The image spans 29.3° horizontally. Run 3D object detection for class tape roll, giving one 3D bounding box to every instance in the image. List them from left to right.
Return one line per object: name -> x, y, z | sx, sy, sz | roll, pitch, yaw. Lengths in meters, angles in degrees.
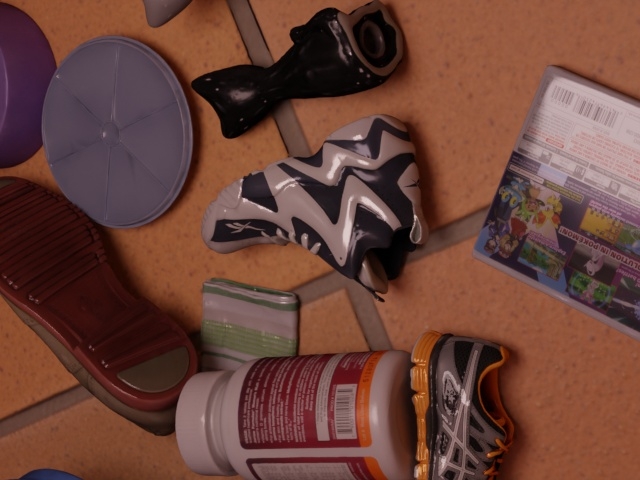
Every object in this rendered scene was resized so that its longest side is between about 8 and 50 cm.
tape roll -> -0.385, -0.170, 1.351 | 0.189, 0.080, 0.188 | 4, 98, 31

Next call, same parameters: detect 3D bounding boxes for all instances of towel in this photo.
towel -> -0.076, 0.120, 1.239 | 0.113, 0.023, 0.151 | 10, 102, 30

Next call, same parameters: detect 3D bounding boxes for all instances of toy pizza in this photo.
toy pizza -> -0.210, -0.113, 1.282 | 0.201, 0.032, 0.201 | 6, 101, 30

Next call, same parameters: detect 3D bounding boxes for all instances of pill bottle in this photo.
pill bottle -> -0.016, 0.167, 1.142 | 0.221, 0.121, 0.121 | -6, 94, 26

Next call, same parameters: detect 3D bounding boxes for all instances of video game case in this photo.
video game case -> 0.246, -0.026, 1.026 | 0.201, 0.023, 0.183 | 28, 110, 24

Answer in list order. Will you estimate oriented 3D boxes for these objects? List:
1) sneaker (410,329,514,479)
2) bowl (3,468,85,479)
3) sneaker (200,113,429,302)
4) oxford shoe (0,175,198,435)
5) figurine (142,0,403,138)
sneaker -> 0.132, 0.187, 1.091 | 0.083, 0.084, 0.214 | -4, 95, 24
bowl -> -0.224, 0.408, 1.259 | 0.391, 0.077, 0.391 | 27, 133, 33
sneaker -> 0.000, 0.000, 1.134 | 0.235, 0.094, 0.153 | -25, 75, 21
oxford shoe -> -0.263, 0.073, 1.284 | 0.348, 0.123, 0.130 | 47, 150, 25
figurine -> -0.067, -0.206, 1.120 | 0.209, 0.092, 0.214 | -20, 112, 37
